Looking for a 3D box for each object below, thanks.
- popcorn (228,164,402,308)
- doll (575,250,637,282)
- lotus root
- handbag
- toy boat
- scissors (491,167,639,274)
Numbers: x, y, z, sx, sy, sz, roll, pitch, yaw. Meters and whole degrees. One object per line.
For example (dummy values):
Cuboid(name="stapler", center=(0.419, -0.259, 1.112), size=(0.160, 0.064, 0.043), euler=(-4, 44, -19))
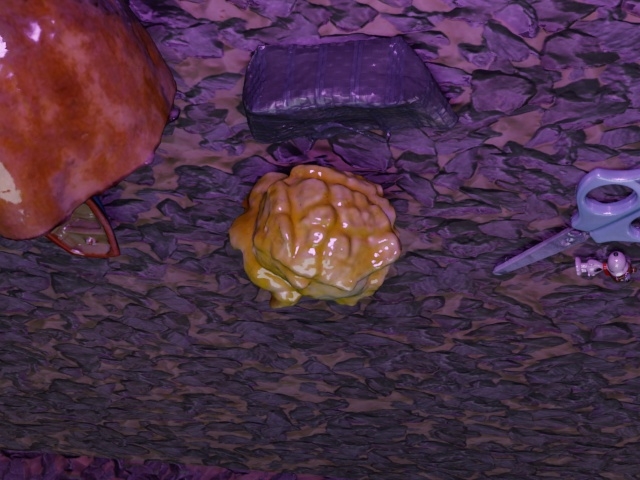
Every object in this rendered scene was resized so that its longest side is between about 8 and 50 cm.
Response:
Cuboid(name="popcorn", center=(0.000, 0.000, 1.656), size=(0.255, 0.194, 0.256), euler=(1, 171, 22))
Cuboid(name="doll", center=(0.431, 0.043, 1.808), size=(0.085, 0.040, 0.058), euler=(-18, 132, 31))
Cuboid(name="lotus root", center=(-0.329, -0.203, 1.306), size=(0.316, 0.316, 0.250), euler=(-2, 133, 16))
Cuboid(name="handbag", center=(0.025, -0.167, 1.456), size=(0.271, 0.088, 0.175), euler=(-2, 160, 15))
Cuboid(name="toy boat", center=(-0.389, -0.080, 1.697), size=(0.136, 0.079, 0.392), euler=(1, 153, 15))
Cuboid(name="scissors", center=(0.370, -0.012, 1.731), size=(0.191, 0.029, 0.360), euler=(25, 149, -25))
